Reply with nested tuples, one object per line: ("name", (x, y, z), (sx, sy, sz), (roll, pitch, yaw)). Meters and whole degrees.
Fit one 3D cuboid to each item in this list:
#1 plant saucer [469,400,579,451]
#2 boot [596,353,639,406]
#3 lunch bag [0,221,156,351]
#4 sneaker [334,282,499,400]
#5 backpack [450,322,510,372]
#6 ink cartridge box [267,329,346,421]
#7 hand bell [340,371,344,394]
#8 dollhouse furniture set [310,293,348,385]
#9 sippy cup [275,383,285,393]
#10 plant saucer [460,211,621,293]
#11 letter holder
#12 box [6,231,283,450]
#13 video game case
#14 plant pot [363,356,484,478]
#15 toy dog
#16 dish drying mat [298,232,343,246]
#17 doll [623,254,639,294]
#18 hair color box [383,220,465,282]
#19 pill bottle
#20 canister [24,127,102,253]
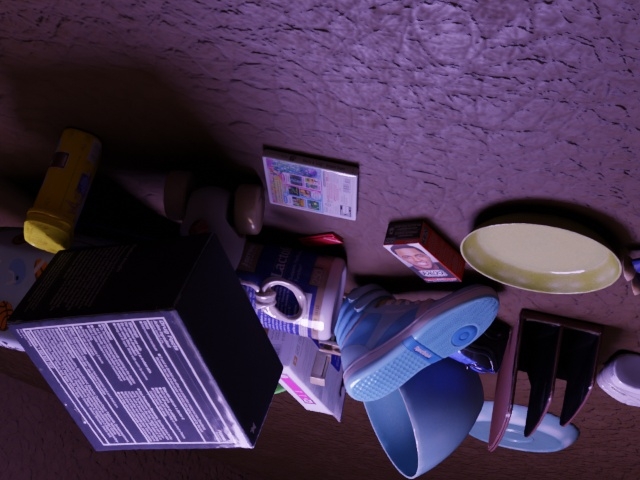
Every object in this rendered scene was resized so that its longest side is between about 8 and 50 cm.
("plant saucer", (0.490, 0.478, 2.395), (0.318, 0.043, 0.317), (12, 157, 5))
("boot", (0.664, 0.288, 1.819), (0.258, 0.095, 0.123), (22, 163, 5))
("lunch bag", (-0.426, 0.090, 1.757), (0.328, 0.239, 0.385), (10, 179, 36))
("sneaker", (0.153, 0.127, 1.718), (0.319, 0.208, 0.127), (-33, 135, 11))
("backpack", (0.281, 0.194, 1.804), (0.120, 0.098, 0.101), (29, 157, -31))
("ink cartridge box", (-0.018, 0.244, 1.992), (0.069, 0.175, 0.371), (1, 153, 22))
("hand bell", (0.065, 0.339, 2.288), (0.126, 0.126, 0.242), (3, 166, 25))
("dollhouse furniture set", (0.051, 0.221, 1.894), (0.101, 0.182, 0.161), (12, 156, 6))
("sippy cup", (-0.213, 0.224, 2.038), (0.305, 0.240, 0.224), (-11, 148, -10))
("plant saucer", (0.336, 0.016, 1.444), (0.241, 0.037, 0.241), (13, 157, 6))
("letter holder", (0.417, 0.294, 1.799), (0.152, 0.214, 0.302), (11, 156, 8))
("box", (-0.254, 0.162, 1.452), (0.294, 0.182, 0.296), (-5, 127, 24))
("video game case", (-0.013, -0.083, 1.451), (0.143, 0.019, 0.157), (12, 158, 7))
("plant pot", (0.220, 0.317, 1.958), (0.195, 0.290, 0.290), (-19, 163, -16))
("toy dog", (-0.172, 0.049, 1.521), (0.220, 0.161, 0.333), (-12, 113, 19))
("dish drying mat", (0.000, 0.000, 1.644), (0.083, 0.008, 0.032), (-9, 149, 43))
("doll", (0.543, 0.041, 1.366), (0.189, 0.046, 0.129), (-9, 138, 32))
("hair color box", (0.171, 0.020, 1.544), (0.072, 0.043, 0.141), (-5, 150, 40))
("pill bottle", (-0.095, 0.080, 1.699), (0.265, 0.153, 0.153), (11, 157, 7))
("canister", (-0.405, -0.078, 1.502), (0.073, 0.170, 0.126), (19, 156, -9))
